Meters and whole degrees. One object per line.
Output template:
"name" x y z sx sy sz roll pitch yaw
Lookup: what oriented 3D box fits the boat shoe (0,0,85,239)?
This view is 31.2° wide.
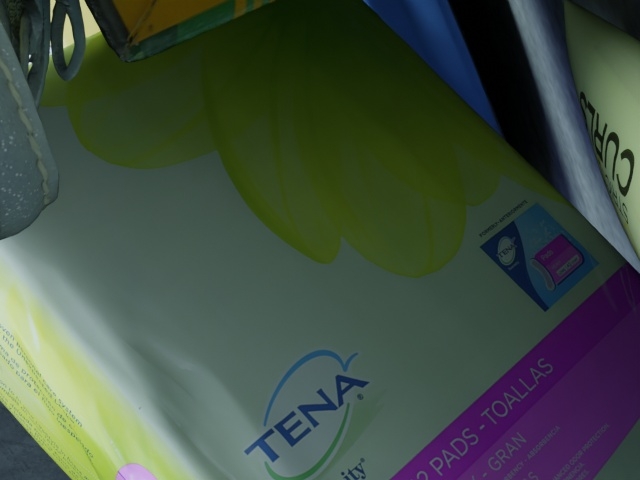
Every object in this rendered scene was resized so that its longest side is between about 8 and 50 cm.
"boat shoe" -0.142 -0.130 0.406 0.118 0.103 0.320 91 157 -50

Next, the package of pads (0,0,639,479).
"package of pads" -0.005 0.032 0.468 0.296 0.229 0.101 46 145 14

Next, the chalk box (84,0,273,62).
"chalk box" -0.035 -0.217 0.464 0.289 0.179 0.180 -106 -9 -66

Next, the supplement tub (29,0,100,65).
"supplement tub" -0.125 -0.176 0.895 0.241 0.241 0.331 -93 -22 -83

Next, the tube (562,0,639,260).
"tube" 0.114 -0.011 0.343 0.240 0.062 0.070 -94 21 -69

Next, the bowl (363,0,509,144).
"bowl" 0.038 -0.174 0.801 0.391 0.077 0.391 -24 -90 -82
